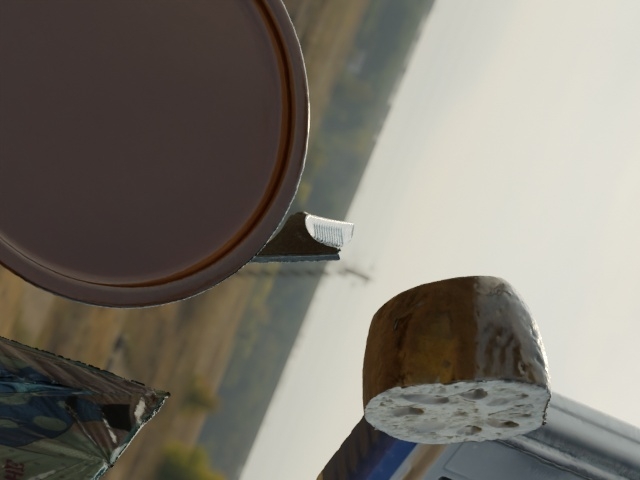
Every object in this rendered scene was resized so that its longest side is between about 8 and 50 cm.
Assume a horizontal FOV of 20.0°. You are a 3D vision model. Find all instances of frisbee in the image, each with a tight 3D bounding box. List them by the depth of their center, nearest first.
[{"bbox_3d":[-0.117,-0.085,1.035,0.021,0.251,0.251,-17,-133,60],"label":"frisbee"}]

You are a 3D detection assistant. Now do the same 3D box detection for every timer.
[{"bbox_3d":[0.138,0.191,1.310,0.178,0.253,0.078,-57,-159,30],"label":"timer"}]

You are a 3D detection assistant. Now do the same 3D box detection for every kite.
[{"bbox_3d":[-0.209,0.076,0.880,0.335,0.314,0.011,33,-67,48],"label":"kite"}]

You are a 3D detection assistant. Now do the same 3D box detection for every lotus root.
[{"bbox_3d":[0.078,0.076,1.106,0.122,0.112,0.081,90,-9,-66],"label":"lotus root"}]

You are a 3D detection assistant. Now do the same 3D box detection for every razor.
[{"bbox_3d":[0.000,-0.006,1.289,0.190,0.066,0.033,-14,102,-78],"label":"razor"}]
